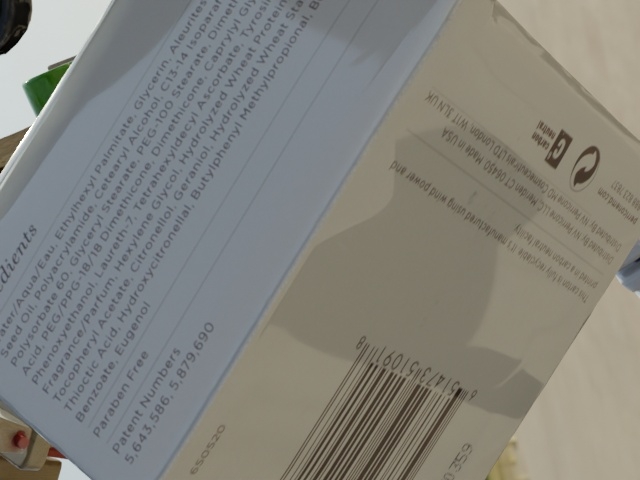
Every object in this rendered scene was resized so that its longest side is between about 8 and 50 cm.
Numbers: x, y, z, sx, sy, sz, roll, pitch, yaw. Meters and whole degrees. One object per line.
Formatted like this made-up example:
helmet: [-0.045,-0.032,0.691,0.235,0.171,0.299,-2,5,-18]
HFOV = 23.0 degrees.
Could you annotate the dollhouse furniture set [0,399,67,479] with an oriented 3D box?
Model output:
dollhouse furniture set: [-0.152,0.126,0.698,0.129,0.183,0.129,22,95,48]

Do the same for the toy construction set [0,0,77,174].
toy construction set: [-0.080,-0.020,0.857,0.309,0.257,0.237,46,-157,5]

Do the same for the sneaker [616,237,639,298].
sneaker: [0.248,-0.005,1.105,0.095,0.236,0.104,-39,22,51]

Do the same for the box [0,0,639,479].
box: [0.000,0.000,0.529,0.119,0.182,0.181,34,-177,34]
